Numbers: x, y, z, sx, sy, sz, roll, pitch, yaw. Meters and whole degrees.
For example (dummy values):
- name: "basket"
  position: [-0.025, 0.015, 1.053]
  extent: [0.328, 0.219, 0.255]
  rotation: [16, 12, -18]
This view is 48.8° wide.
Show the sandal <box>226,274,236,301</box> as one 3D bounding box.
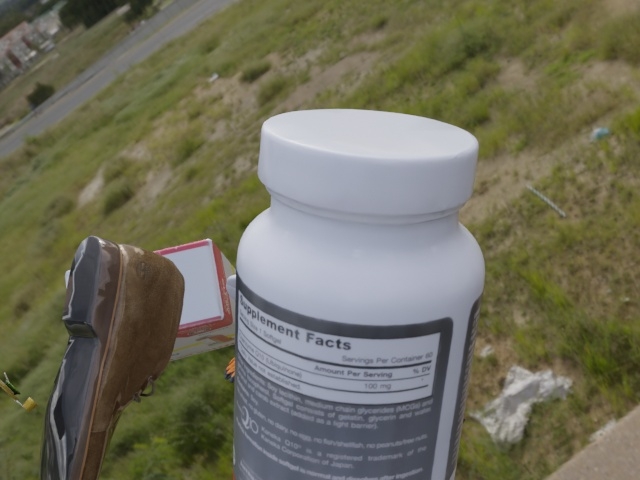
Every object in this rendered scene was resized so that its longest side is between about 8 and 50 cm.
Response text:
- name: "sandal"
  position: [-0.031, 0.085, 1.225]
  extent: [0.102, 0.265, 0.076]
  rotation: [117, 162, -55]

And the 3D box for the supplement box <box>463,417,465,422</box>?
- name: "supplement box"
  position: [0.262, 0.527, 1.848]
  extent: [0.239, 0.073, 0.130]
  rotation: [-60, 32, 3]

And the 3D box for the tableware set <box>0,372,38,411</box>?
- name: "tableware set"
  position: [-0.570, 0.254, 1.277]
  extent: [0.104, 0.154, 0.024]
  rotation: [13, 51, 45]

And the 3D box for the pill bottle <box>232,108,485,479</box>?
- name: "pill bottle"
  position: [0.030, 0.081, 0.620]
  extent: [0.210, 0.362, 0.210]
  rotation: [3, 21, -1]

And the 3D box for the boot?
- name: "boot"
  position: [-0.214, 0.156, 0.731]
  extent: [0.112, 0.115, 0.305]
  rotation: [7, 83, 49]

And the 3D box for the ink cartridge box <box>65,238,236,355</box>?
- name: "ink cartridge box"
  position: [-0.305, 0.143, 1.446]
  extent: [0.279, 0.160, 0.384]
  rotation: [-14, -14, 0]

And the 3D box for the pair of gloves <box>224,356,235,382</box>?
- name: "pair of gloves"
  position: [-0.108, 0.206, 1.083]
  extent: [0.074, 0.010, 0.083]
  rotation: [-41, 57, 1]
